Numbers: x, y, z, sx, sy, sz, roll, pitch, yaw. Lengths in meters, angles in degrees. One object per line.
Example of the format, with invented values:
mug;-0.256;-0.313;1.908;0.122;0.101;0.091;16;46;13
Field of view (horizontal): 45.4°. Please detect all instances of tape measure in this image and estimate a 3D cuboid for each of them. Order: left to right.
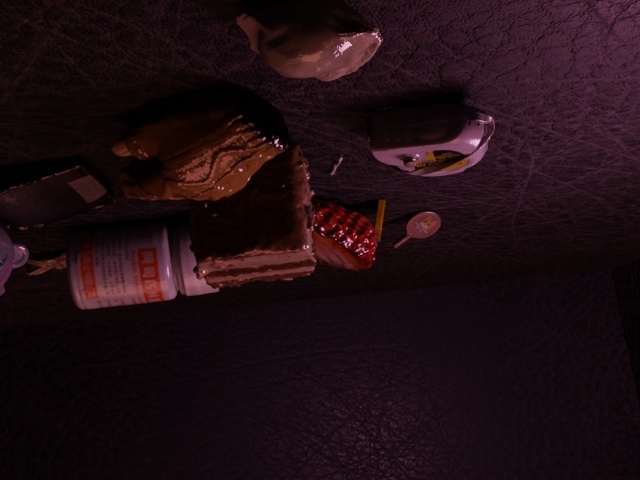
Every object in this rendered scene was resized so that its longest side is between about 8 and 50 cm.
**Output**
tape measure;0.222;-0.192;1.490;0.236;0.120;0.197;-5;162;14

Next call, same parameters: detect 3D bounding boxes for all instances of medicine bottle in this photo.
medicine bottle;-0.461;0.062;2.015;0.371;0.211;0.211;-6;167;-6

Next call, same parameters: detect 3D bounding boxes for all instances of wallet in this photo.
wallet;-0.584;-0.101;1.589;0.262;0.071;0.221;-11;162;1

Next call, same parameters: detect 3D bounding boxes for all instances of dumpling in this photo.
dumpling;-0.015;-0.272;1.044;0.199;0.118;0.136;13;167;6

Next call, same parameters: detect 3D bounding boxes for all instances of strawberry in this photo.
strawberry;0.019;-0.036;2.039;0.265;0.149;0.336;10;164;26

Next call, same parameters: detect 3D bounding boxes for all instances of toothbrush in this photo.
toothbrush;0.036;-0.169;1.732;0.011;0.013;0.131;5;167;-7

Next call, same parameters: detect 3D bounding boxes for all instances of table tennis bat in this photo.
table tennis bat;0.280;-0.065;2.343;0.170;0.119;0.107;-37;129;21

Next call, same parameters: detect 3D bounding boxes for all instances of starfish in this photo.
starfish;-0.758;0.067;2.228;0.209;0.053;0.150;-4;172;-20

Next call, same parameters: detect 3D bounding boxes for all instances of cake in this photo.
cake;-0.139;-0.046;1.628;0.282;0.256;0.290;-7;171;-5

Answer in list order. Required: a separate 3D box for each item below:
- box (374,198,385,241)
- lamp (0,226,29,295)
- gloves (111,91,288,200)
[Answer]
box;0.165;-0.054;2.138;0.023;0.087;0.155;11;168;5
lamp;-0.840;0.071;1.737;0.247;0.301;0.247;31;174;43
gloves;-0.224;-0.150;1.350;0.356;0.155;0.203;-12;163;33
